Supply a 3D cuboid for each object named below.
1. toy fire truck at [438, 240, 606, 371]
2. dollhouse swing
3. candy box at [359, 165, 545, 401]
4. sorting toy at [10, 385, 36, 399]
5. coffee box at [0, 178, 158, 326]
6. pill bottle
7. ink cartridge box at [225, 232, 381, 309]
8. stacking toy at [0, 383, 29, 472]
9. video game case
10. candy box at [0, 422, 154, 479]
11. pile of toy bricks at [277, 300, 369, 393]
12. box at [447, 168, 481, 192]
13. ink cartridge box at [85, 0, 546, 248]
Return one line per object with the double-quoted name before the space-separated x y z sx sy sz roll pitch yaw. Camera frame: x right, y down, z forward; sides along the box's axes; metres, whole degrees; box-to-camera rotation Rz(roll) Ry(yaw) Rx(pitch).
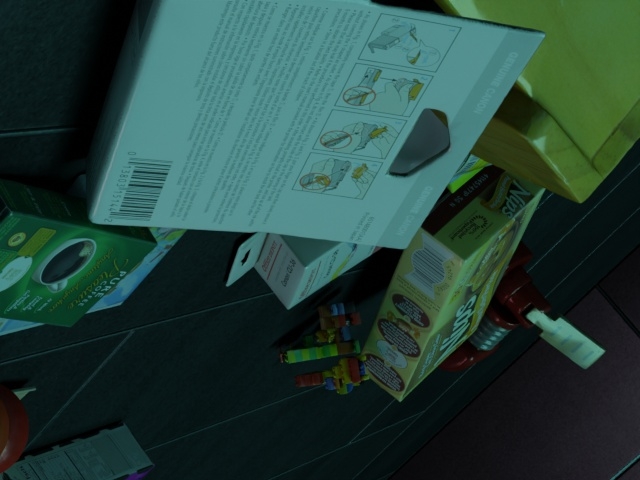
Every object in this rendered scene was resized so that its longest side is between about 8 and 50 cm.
"toy fire truck" 0.259 0.115 2.439 0.158 0.246 0.217 -20 156 -50
"dollhouse swing" 0.192 -0.267 1.413 0.347 0.305 0.315 -51 -156 -2
"candy box" 0.165 0.051 2.222 0.183 0.087 0.316 -39 161 -36
"sorting toy" -0.315 0.159 1.644 0.062 0.012 0.083 -38 169 13
"coffee box" -0.222 0.012 1.326 0.113 0.040 0.184 -44 154 19
"pill bottle" 0.142 -0.127 1.695 0.208 0.119 0.119 -18 155 -54
"ink cartridge box" 0.000 0.000 1.827 0.198 0.067 0.115 -33 164 -23
"stacking toy" -0.325 0.154 1.423 0.141 0.141 0.330 -39 172 0
"video game case" -0.188 0.005 1.477 0.193 0.023 0.212 -47 164 27
"candy box" -0.316 0.301 1.946 0.159 0.071 0.233 -46 163 26
"pile of toy bricks" -0.004 0.144 2.224 0.105 0.118 0.212 -9 178 -6
"box" 0.173 -0.120 1.941 0.109 0.042 0.178 -39 166 -1
"ink cartridge box" -0.016 -0.102 1.237 0.261 0.066 0.296 5 148 -17
